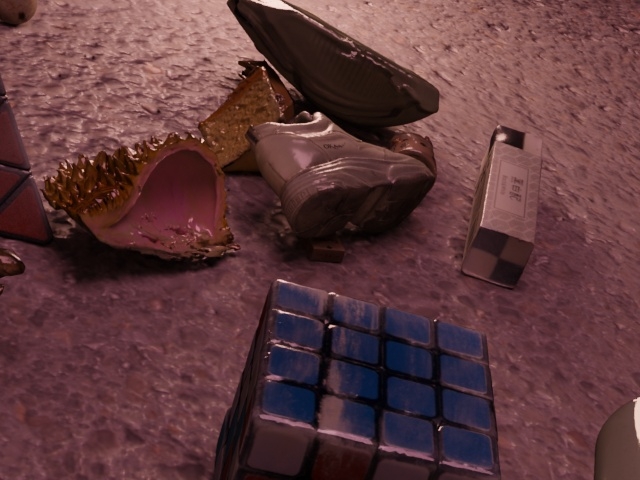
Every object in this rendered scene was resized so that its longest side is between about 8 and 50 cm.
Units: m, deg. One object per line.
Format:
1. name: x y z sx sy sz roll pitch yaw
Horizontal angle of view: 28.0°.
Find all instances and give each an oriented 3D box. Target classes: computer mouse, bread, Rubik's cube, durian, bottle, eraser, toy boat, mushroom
1. computer mouse: 0.012 -0.314 2.337 0.429 0.145 0.228 31 14 4
2. bread: -0.118 -0.193 2.092 0.127 0.152 0.147 0 44 -27
3. Rubik's cube: 0.029 0.232 1.360 0.256 0.253 0.259 14 32 -6
4. durian: -0.275 -0.067 1.803 0.196 0.185 0.305 11 10 41
5. bottle: 0.151 -0.137 2.201 0.099 0.099 0.152 16 23 -5
6. Rubik's cube: -0.500 -0.131 1.776 0.229 0.233 0.228 -6 61 32
7. eraser: 0.310 -0.065 2.157 0.096 0.098 0.404 20 31 1
8. toy boat: -0.106 -0.266 2.301 0.072 0.064 0.206 -15 37 -16
9. mushroom: -0.558 -0.429 2.323 0.085 0.085 0.079 4 -10 -23

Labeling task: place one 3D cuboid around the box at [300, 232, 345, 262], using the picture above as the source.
1. box: 0.000 0.000 1.953 0.053 0.024 0.083 5 34 -22

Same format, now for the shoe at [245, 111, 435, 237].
1. shoe: 0.030 -0.122 1.994 0.342 0.132 0.210 -7 53 -50

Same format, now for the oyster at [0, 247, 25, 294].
1. oyster: -0.501 0.009 1.563 0.198 0.133 0.337 -29 45 -34

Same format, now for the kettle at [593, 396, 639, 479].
1. kettle: 0.412 0.363 1.451 0.205 0.265 0.318 -8 24 19
